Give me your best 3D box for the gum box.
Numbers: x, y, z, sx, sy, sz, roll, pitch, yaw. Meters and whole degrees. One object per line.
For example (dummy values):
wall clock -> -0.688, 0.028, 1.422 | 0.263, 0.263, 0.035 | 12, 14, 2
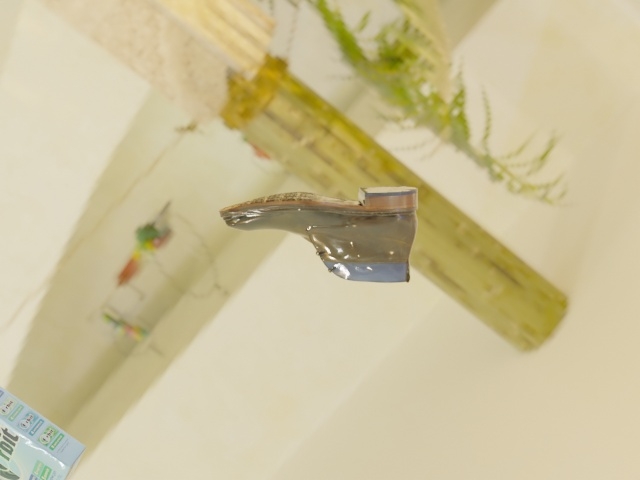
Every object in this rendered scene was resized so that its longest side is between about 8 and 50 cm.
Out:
gum box -> -0.406, 0.261, 1.829 | 0.041, 0.184, 0.157 | -55, 178, -38

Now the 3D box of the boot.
boot -> 0.000, 0.000, 1.535 | 0.082, 0.219, 0.106 | -74, 161, -81
